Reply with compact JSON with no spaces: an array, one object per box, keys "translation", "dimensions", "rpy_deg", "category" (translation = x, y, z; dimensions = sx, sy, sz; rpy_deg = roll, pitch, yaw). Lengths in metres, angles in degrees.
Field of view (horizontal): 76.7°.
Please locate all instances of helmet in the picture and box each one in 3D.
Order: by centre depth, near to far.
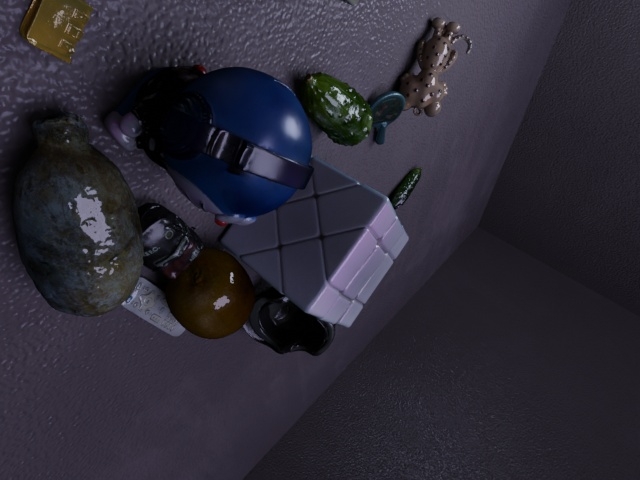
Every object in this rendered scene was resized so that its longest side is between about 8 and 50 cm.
[{"translation":[-0.085,0.227,1.298],"dimensions":[0.177,0.304,0.225],"rpy_deg":[-60,156,-54],"category":"helmet"}]

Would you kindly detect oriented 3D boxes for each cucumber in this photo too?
[{"translation":[0.025,-0.324,0.961],"dimensions":[0.134,0.134,0.244],"rpy_deg":[-58,150,6],"category":"cucumber"},{"translation":[0.354,-0.218,1.667],"dimensions":[0.228,0.069,0.069],"rpy_deg":[-53,153,-13],"category":"cucumber"}]

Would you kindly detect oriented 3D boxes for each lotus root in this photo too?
[{"translation":[-0.370,-0.015,0.622],"dimensions":[0.174,0.174,0.350],"rpy_deg":[-28,140,-41],"category":"lotus root"}]

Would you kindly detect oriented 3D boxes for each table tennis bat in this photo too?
[{"translation":[0.193,-0.371,1.239],"dimensions":[0.124,0.033,0.201],"rpy_deg":[-17,151,-10],"category":"table tennis bat"}]

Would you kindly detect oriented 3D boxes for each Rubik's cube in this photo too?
[{"translation":[0.000,0.000,1.066],"dimensions":[0.319,0.321,0.316],"rpy_deg":[-55,152,-2],"category":"Rubik's cube"}]

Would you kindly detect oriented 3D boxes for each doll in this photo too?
[{"translation":[-0.156,-0.159,0.646],"dimensions":[0.284,0.309,0.240],"rpy_deg":[8,113,-60],"category":"doll"},{"translation":[0.337,-0.513,1.220],"dimensions":[0.278,0.154,0.119],"rpy_deg":[-64,179,13],"category":"doll"}]

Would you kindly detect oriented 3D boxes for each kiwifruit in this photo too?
[{"translation":[-0.250,0.128,0.950],"dimensions":[0.196,0.195,0.234],"rpy_deg":[-49,155,-11],"category":"kiwifruit"}]

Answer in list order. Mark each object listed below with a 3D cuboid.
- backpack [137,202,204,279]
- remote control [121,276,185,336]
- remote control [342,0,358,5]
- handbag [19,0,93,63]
[{"translation":[-0.312,0.004,0.800],"dimensions":[0.120,0.105,0.165],"rpy_deg":[-48,155,-6],"category":"backpack"},{"translation":[-0.378,0.158,0.943],"dimensions":[0.073,0.044,0.229],"rpy_deg":[-58,147,-20],"category":"remote control"},{"translation":[-0.065,-0.474,0.618],"dimensions":[0.343,0.145,0.050],"rpy_deg":[-4,129,-58],"category":"remote control"},{"translation":[-0.338,-0.282,0.522],"dimensions":[0.083,0.027,0.061],"rpy_deg":[-59,152,6],"category":"handbag"}]
